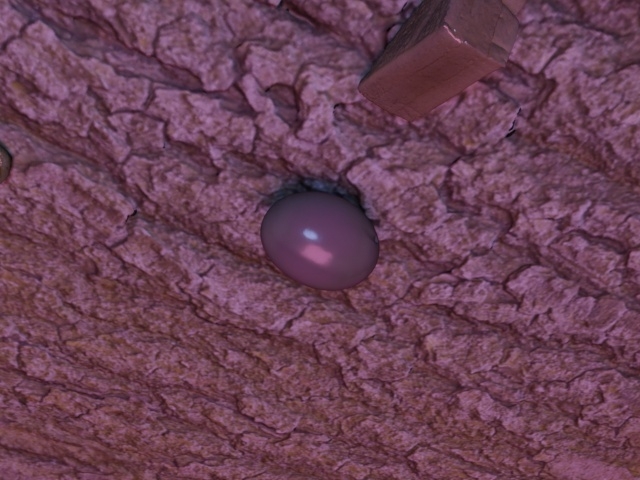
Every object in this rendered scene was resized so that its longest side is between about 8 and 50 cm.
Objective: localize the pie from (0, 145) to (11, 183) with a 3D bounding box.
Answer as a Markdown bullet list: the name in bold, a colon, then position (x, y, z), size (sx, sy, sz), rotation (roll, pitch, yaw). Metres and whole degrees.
- **pie**: position (-0.373, -0.087, 0.760), size (0.085, 0.017, 0.085), rotation (0, 131, 0)

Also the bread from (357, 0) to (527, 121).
- **bread**: position (0.112, -0.189, 0.666), size (0.077, 0.105, 0.152), rotation (29, 156, -23)

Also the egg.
- **egg**: position (0.000, 0.000, 0.774), size (0.135, 0.103, 0.103), rotation (22, 127, -16)
